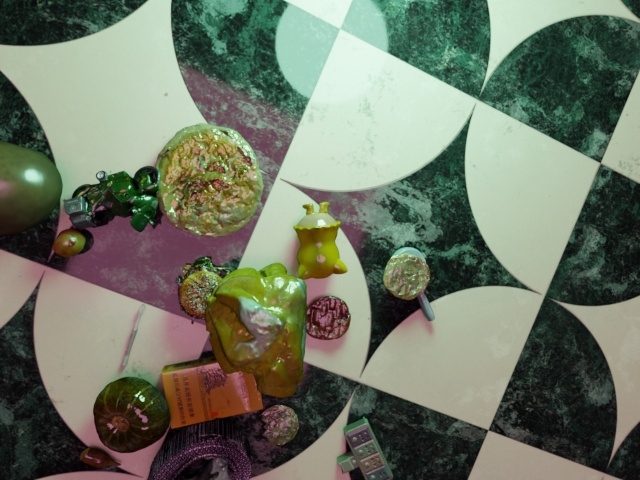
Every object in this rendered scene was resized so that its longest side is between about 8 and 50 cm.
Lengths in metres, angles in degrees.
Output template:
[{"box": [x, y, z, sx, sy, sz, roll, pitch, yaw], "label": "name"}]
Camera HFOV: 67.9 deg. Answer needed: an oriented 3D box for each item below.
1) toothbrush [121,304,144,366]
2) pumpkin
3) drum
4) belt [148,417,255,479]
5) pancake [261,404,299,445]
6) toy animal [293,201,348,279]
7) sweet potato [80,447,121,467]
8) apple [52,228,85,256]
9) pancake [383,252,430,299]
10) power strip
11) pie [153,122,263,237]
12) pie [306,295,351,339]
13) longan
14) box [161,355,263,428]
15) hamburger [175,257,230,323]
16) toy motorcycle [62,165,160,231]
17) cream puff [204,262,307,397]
[{"box": [-0.553, 0.280, 1.404, 0.014, 0.017, 0.194, 18, 90, -11], "label": "toothbrush"}, {"box": [-0.538, 0.490, 1.356, 0.219, 0.162, 0.218, 3, 104, 13], "label": "pumpkin"}, {"box": [0.289, 0.146, 1.524, 0.130, 0.049, 0.252, -10, 95, -9], "label": "drum"}, {"box": [-0.353, 0.679, 1.389, 0.325, 0.122, 0.260, -42, 114, 1], "label": "belt"}, {"box": [-0.126, 0.580, 1.493, 0.116, 0.022, 0.129, -4, 94, -12], "label": "pancake"}, {"box": [-0.005, 0.001, 1.421, 0.156, 0.156, 0.229, -7, 91, -9], "label": "toy animal"}, {"box": [-0.643, 0.642, 1.396, 0.117, 0.049, 0.049, 27, 89, -17], "label": "sweet potato"}, {"box": [-0.704, 0.009, 1.330, 0.071, 0.084, 0.083, 35, 87, -27], "label": "apple"}, {"box": [0.267, 0.109, 1.480, 0.152, 0.025, 0.151, 0, 93, -9], "label": "pancake"}, {"box": [0.127, 0.694, 1.532, 0.145, 0.061, 0.215, -24, 96, -1], "label": "power strip"}, {"box": [-0.325, -0.174, 1.384, 0.340, 0.077, 0.338, -1, 96, -7], "label": "pie"}, {"box": [0.022, 0.244, 1.492, 0.154, 0.038, 0.153, 0, 93, -7], "label": "pie"}, {"box": [-0.813, -0.138, 1.222, 0.259, 0.258, 0.257, -1, 94, -10], "label": "longan"}, {"box": [-0.320, 0.442, 1.425, 0.275, 0.076, 0.174, -10, 97, -9], "label": "box"}, {"box": [-0.342, 0.147, 1.394, 0.164, 0.093, 0.189, -7, 93, -9], "label": "hamburger"}, {"box": [-0.566, -0.098, 1.310, 0.275, 0.124, 0.186, -15, 71, 3], "label": "toy motorcycle"}, {"box": [-0.174, 0.226, 1.302, 0.276, 0.378, 0.377, 0, 93, 1], "label": "cream puff"}]
